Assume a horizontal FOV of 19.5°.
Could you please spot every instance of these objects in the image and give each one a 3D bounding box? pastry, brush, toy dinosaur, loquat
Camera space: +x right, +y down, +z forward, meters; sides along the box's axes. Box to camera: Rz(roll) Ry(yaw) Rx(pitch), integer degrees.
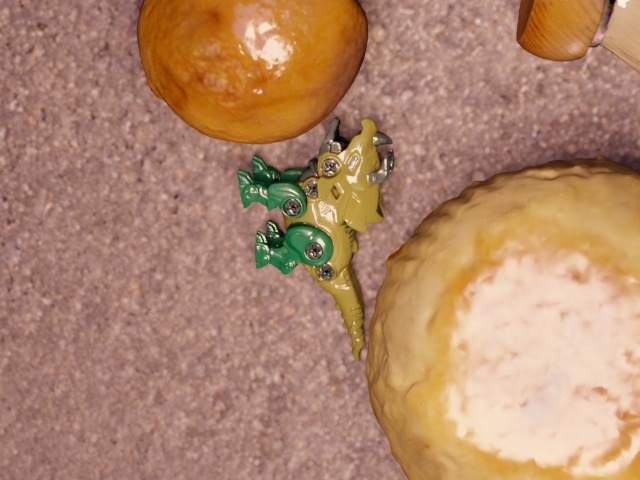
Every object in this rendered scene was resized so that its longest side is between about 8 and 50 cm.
[{"bbox_3d":[0.239,0.109,1.748,0.389,0.312,0.388,-1,85,8],"label":"pastry"},{"bbox_3d":[0.291,-0.290,1.784,0.166,0.174,0.266,10,81,0],"label":"brush"},{"bbox_3d":[0.000,0.000,1.915,0.153,0.094,0.259,3,106,14],"label":"toy dinosaur"},{"bbox_3d":[-0.067,-0.204,1.853,0.238,0.193,0.238,-1,88,16],"label":"loquat"}]
